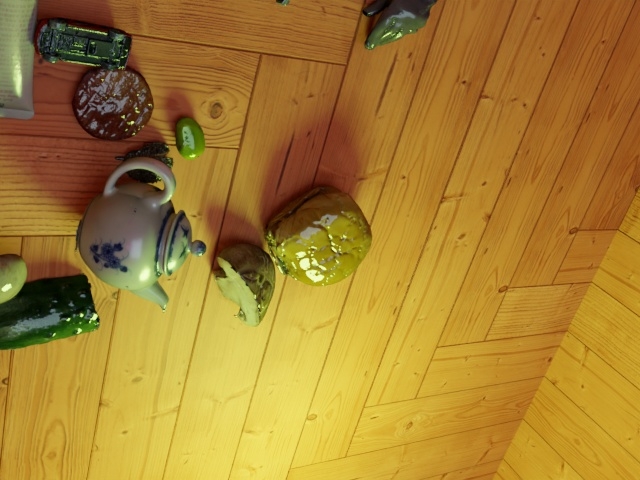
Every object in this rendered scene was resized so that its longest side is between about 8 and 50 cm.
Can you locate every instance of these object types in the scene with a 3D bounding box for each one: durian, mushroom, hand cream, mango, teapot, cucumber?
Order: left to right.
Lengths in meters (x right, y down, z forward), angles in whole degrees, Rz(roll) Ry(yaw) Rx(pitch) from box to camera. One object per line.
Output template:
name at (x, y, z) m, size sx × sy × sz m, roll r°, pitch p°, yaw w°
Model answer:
mushroom at (-0.763, 0.059, 1.583) m, size 0.206 × 0.209 × 0.206 m, roll -32°, pitch 165°, yaw -10°
hand cream at (-0.625, -0.398, 1.399) m, size 0.185 × 0.118 × 0.359 m, roll -4°, pitch 130°, yaw -39°
cucumber at (-0.703, 0.183, 1.745) m, size 0.325 × 0.105 × 0.145 m, roll -9°, pitch 125°, yaw -25°
durian at (-0.410, -0.177, 1.708) m, size 0.140 × 0.071 × 0.110 m, roll 2°, pitch 119°, yaw -29°
teapot at (-0.403, -0.006, 1.681) m, size 0.280 × 0.252 × 0.424 m, roll 11°, pitch 125°, yaw 1°
mango at (-0.314, -0.246, 1.731) m, size 0.073 × 0.056 × 0.108 m, roll -29°, pitch 129°, yaw -21°
mushroom at (-0.192, 0.109, 2.024) m, size 0.151 × 0.156 × 0.286 m, roll -48°, pitch 143°, yaw -32°

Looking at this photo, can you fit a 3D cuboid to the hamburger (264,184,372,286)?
hamburger at (0.000, 0.000, 2.042) m, size 0.318 × 0.158 × 0.319 m, roll -16°, pitch 128°, yaw -21°

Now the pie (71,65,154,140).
pie at (-0.458, -0.303, 1.602) m, size 0.182 × 0.049 × 0.182 m, roll -19°, pitch 130°, yaw -23°

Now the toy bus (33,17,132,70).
toy bus at (-0.487, -0.405, 1.468) m, size 0.195 × 0.089 × 0.081 m, roll -3°, pitch 124°, yaw -42°

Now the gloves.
gloves at (0.210, -0.590, 1.819) m, size 0.142 × 0.119 × 0.285 m, roll 41°, pitch 98°, yaw -12°

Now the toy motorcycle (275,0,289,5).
toy motorcycle at (-0.007, -0.629, 1.639) m, size 0.270 × 0.106 × 0.159 m, roll -42°, pitch 128°, yaw -7°
